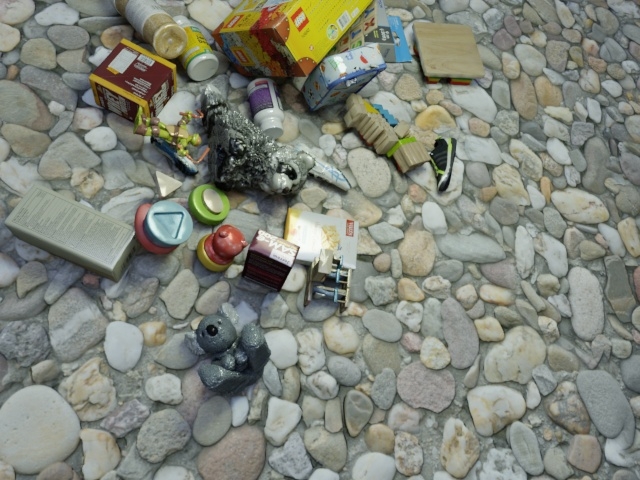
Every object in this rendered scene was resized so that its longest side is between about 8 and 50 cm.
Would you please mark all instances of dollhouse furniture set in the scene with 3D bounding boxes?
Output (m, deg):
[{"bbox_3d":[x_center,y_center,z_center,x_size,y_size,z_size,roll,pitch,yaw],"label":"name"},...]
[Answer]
[{"bbox_3d":[0.035,0.125,1.481,0.130,0.183,0.128,11,66,-10],"label":"dollhouse furniture set"}]

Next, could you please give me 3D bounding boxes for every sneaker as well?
[{"bbox_3d":[0.436,-0.280,1.824,0.097,0.084,0.234,10,63,16],"label":"sneaker"},{"bbox_3d":[0.000,-0.235,1.687,0.237,0.085,0.086,35,90,-2],"label":"sneaker"},{"bbox_3d":[-0.451,-0.289,1.596,0.191,0.071,0.083,43,59,5],"label":"sneaker"}]

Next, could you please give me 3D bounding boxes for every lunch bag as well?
[{"bbox_3d":[0.083,-0.558,1.708,0.243,0.303,0.114,-24,94,-23],"label":"lunch bag"}]

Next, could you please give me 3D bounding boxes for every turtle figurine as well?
[{"bbox_3d":[-0.458,-0.340,1.537,0.218,0.087,0.269,16,46,-27],"label":"turtle figurine"}]

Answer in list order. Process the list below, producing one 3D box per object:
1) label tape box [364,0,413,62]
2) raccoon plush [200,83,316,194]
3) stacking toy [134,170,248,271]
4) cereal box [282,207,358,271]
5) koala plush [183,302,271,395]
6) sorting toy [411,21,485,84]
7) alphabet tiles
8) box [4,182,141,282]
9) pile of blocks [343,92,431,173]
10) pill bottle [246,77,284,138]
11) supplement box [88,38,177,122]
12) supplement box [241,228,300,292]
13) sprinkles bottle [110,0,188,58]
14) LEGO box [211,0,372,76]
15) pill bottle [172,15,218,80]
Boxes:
[{"bbox_3d":[0.194,-0.836,1.960,0.348,0.115,0.248,-4,69,-14],"label":"label tape box"},{"bbox_3d":[-0.195,-0.332,1.599,0.300,0.216,0.445,0,66,-31],"label":"raccoon plush"},{"bbox_3d":[-0.358,-0.079,1.441,0.309,0.130,0.279,17,58,-34],"label":"stacking toy"},{"bbox_3d":[0.000,0.000,1.599,0.241,0.047,0.172,10,66,-10],"label":"cereal box"},{"bbox_3d":[-0.263,0.289,1.365,0.196,0.203,0.221,-43,62,-13],"label":"koala plush"},{"bbox_3d":[0.503,-0.748,2.013,0.258,0.089,0.255,-3,69,-15],"label":"sorting toy"},{"bbox_3d":[0.064,-0.743,1.789,0.011,0.343,0.284,23,60,-42],"label":"alphabet tiles"},{"bbox_3d":[-0.682,-0.019,1.394,0.311,0.121,0.147,26,65,-3],"label":"box"},{"bbox_3d":[0.227,-0.377,1.787,0.362,0.113,0.149,43,52,-3],"label":"pile of blocks"},{"bbox_3d":[-0.184,-0.447,1.705,0.108,0.108,0.193,-8,70,-17],"label":"pill bottle"},{"bbox_3d":[-0.600,-0.505,1.612,0.192,0.129,0.194,27,64,-3],"label":"supplement box"},{"bbox_3d":[-0.148,0.064,1.429,0.130,0.239,0.073,24,64,-4],"label":"supplement box"},{"bbox_3d":[-0.579,-0.746,1.668,0.121,0.121,0.355,-29,59,-23],"label":"sprinkles bottle"},{"bbox_3d":[-0.064,-0.791,1.678,0.500,0.373,0.193,-53,132,-15],"label":"LEGO box"},{"bbox_3d":[-0.449,-0.670,1.725,0.118,0.117,0.208,-26,76,-22],"label":"pill bottle"}]
